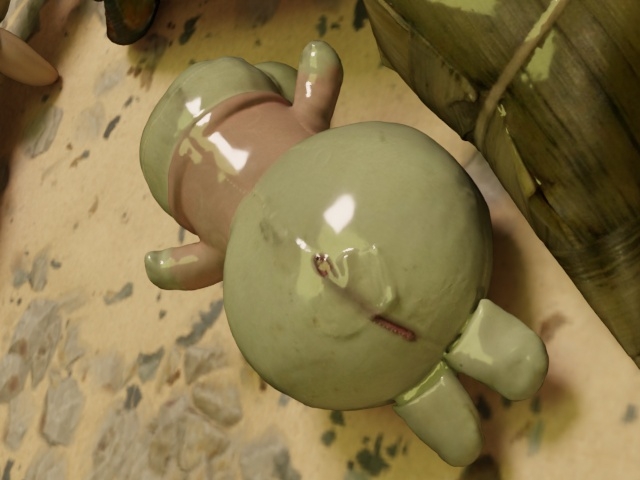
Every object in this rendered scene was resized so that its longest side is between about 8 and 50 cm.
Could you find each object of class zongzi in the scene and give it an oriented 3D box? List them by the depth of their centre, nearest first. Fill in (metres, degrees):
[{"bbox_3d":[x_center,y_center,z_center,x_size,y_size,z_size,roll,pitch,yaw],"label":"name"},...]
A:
[{"bbox_3d":[0.151,-0.083,0.440,0.205,0.094,0.204,-36,76,4],"label":"zongzi"}]

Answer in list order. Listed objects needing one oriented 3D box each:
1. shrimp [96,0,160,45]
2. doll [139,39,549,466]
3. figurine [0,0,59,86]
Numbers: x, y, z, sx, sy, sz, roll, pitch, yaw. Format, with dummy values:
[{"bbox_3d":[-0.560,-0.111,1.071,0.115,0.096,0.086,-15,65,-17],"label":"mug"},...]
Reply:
[{"bbox_3d":[-0.043,-0.205,0.587,0.446,0.221,0.110,-6,59,60],"label":"shrimp"},{"bbox_3d":[-0.010,-0.006,0.515,0.155,0.113,0.275,-51,45,9],"label":"doll"},{"bbox_3d":[-0.336,-0.110,0.803,0.248,0.203,0.380,29,91,50],"label":"figurine"}]
